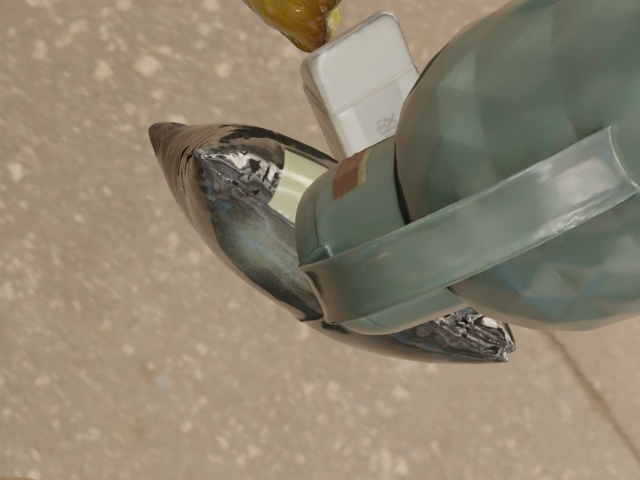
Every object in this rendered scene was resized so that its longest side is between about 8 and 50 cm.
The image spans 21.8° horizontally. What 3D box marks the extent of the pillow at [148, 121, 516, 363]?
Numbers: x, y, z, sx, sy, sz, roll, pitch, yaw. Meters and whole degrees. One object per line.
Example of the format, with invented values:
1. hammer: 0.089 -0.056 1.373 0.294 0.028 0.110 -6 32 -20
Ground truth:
1. pillow: 0.000 0.000 1.105 0.250 0.186 0.106 32 89 -15

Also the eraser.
1. eraser: 0.064 -0.062 1.418 0.089 0.061 0.352 -33 136 -6

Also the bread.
1. bread: -0.051 -0.291 1.551 0.088 0.233 0.161 -36 166 -21

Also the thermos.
1. thermos: 0.108 -0.032 0.664 0.145 0.286 0.182 62 34 -4

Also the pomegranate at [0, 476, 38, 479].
1. pomegranate: -0.250 0.349 1.417 0.322 0.322 0.322 -12 115 -29
